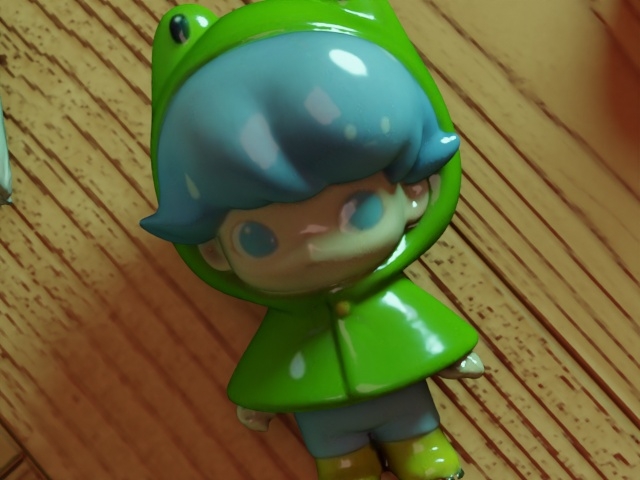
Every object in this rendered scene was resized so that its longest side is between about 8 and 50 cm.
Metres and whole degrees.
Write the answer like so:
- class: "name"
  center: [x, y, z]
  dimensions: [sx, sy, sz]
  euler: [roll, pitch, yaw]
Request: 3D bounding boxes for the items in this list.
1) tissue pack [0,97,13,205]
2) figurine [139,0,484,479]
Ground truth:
- class: "tissue pack"
  center: [-0.246, -0.155, 0.943]
  dimensions: [0.124, 0.201, 0.271]
  euler: [-12, 78, 7]
- class: "figurine"
  center: [0.000, 0.000, 0.929]
  dimensions: [0.162, 0.143, 0.263]
  euler: [-14, 96, 11]
